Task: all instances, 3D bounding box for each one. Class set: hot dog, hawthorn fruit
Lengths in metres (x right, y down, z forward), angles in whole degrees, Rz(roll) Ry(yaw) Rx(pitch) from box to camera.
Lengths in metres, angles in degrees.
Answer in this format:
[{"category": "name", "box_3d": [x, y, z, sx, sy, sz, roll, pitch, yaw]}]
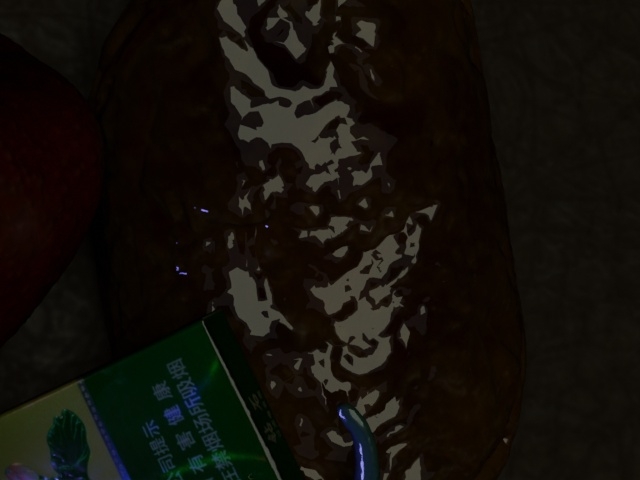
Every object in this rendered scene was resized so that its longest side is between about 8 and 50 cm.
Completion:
[{"category": "hot dog", "box_3d": [0.000, 0.000, 1.133, 0.267, 0.174, 0.387, -9, 96, -14]}, {"category": "hawthorn fruit", "box_3d": [-0.257, -0.005, 1.050, 0.230, 0.210, 0.266, 24, 96, -9]}]

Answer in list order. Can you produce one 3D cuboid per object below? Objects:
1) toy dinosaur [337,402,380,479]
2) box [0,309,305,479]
[{"category": "toy dinosaur", "box_3d": [-0.008, 0.335, 1.053, 0.129, 0.331, 0.383, -3, 61, -51]}, {"category": "box", "box_3d": [-0.129, 0.145, 1.080, 0.235, 0.034, 0.132, -25, 92, 22]}]
